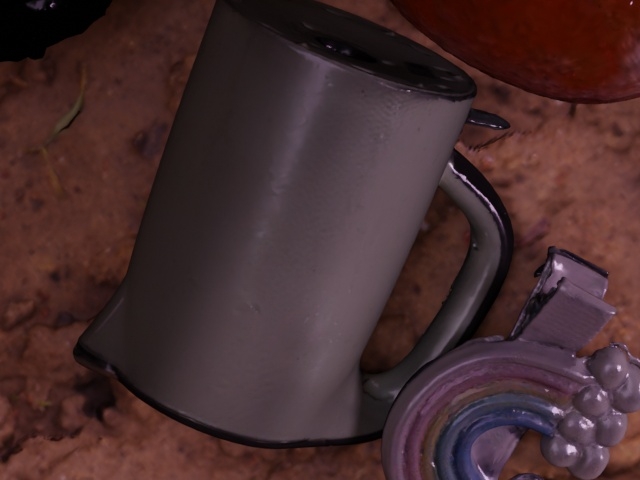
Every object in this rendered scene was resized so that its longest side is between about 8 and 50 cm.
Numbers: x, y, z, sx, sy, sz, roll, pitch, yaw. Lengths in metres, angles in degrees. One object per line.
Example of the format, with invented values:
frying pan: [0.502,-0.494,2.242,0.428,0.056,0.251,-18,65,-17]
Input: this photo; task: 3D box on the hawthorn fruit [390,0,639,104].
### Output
hawthorn fruit: [0.128,-0.181,1.066,0.263,0.235,0.231,-24,98,26]

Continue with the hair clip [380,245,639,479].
hair clip: [0.116,0.113,1.203,0.140,0.054,0.220,25,106,-12]

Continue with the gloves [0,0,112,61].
gloves: [-0.216,-0.178,1.245,0.203,0.124,0.164,-6,73,40]

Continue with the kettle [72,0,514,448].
kettle: [0.000,0.000,1.181,0.240,0.165,0.255,17,105,-14]
